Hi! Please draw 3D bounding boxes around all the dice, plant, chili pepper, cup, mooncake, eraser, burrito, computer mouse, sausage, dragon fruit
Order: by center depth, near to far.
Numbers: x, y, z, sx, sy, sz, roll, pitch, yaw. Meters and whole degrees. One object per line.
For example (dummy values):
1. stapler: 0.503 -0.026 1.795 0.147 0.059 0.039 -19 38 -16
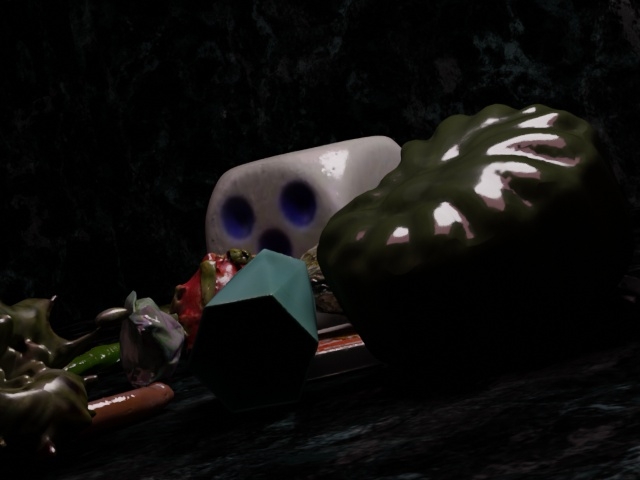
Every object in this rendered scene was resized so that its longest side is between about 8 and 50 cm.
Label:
1. plant: -0.369 0.219 1.256 0.333 0.180 0.251 -57 6 29
2. mooncake: 0.175 -0.012 1.283 0.351 0.187 0.351 -21 24 10
3. cup: -0.066 0.098 1.338 0.134 0.148 0.235 21 14 -1
4. sausage: -0.245 0.203 1.344 0.047 0.040 0.177 -22 -6 43
5. computer mouse: 0.273 0.074 1.345 0.264 0.088 0.147 -9 4 7
6. eraser: -0.013 0.151 1.485 0.157 0.038 0.230 -13 3 -7
7. burrito: -0.252 0.154 1.668 0.089 0.144 0.229 -2 4 -16
8. dragon fruit: -0.150 0.101 1.737 0.160 0.172 0.166 -4 -6 -26
9. dice: 0.000 0.000 1.897 0.304 0.304 0.277 -11 2 35
10. chili pepper: -0.360 0.194 1.977 0.359 0.076 0.085 -19 25 -41

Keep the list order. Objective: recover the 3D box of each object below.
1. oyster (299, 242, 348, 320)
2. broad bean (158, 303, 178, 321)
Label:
1. oyster: 0.098 0.056 1.550 0.351 0.158 0.162 -5 8 -18
2. broad bean: -0.232 0.167 2.292 0.207 0.072 0.153 0 7 13
